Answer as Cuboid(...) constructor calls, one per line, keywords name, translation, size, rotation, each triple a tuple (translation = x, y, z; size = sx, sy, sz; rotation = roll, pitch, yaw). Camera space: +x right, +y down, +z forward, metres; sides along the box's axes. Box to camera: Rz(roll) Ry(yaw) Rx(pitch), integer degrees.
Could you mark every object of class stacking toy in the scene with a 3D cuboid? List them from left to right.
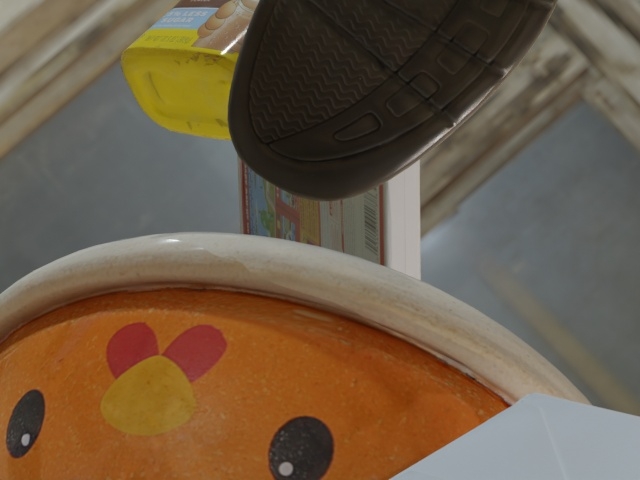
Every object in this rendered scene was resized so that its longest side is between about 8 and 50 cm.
Cuboid(name="stacking toy", translation=(-0.066, 0.263, 0.667), size=(0.351, 0.480, 0.350), rotation=(11, -44, 11))

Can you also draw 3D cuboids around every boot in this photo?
Cuboid(name="boot", translation=(0.078, -0.184, 1.020), size=(0.138, 0.377, 0.284), rotation=(30, -2, 0))

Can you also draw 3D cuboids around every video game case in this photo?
Cuboid(name="video game case", translation=(0.000, 0.000, 1.146), size=(0.285, 0.025, 0.204), rotation=(-144, -131, -63))

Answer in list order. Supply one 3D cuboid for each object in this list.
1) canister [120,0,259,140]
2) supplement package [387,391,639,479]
Cuboid(name="canister", translation=(-0.028, -0.138, 1.051), size=(0.126, 0.170, 0.073), rotation=(10, -44, 41))
Cuboid(name="supplement package", translation=(0.112, 0.168, 0.495), size=(0.262, 0.204, 0.145), rotation=(9, -66, 44))
